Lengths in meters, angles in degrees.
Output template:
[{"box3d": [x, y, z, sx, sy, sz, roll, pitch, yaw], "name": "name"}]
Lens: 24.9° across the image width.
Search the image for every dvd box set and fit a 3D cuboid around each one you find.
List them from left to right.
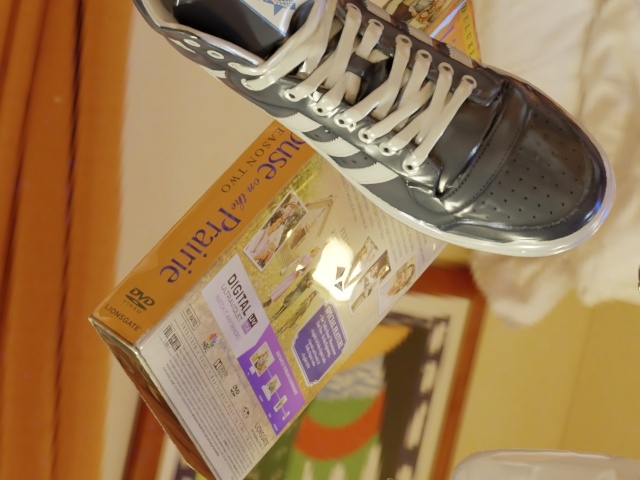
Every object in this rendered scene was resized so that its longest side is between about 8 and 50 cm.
[{"box3d": [0.000, 0.000, 1.289, 0.062, 0.420, 0.307, 33, 162, 27], "name": "dvd box set"}]

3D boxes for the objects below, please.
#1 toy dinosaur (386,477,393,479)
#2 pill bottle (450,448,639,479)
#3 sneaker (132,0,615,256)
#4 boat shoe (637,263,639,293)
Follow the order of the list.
[{"box3d": [0.051, 0.353, 1.586, 0.053, 0.183, 0.092, 38, 169, -18], "name": "toy dinosaur"}, {"box3d": [0.137, 0.280, 0.811, 0.169, 0.301, 0.169, 9, 163, 3], "name": "pill bottle"}, {"box3d": [0.018, -0.088, 0.732, 0.282, 0.099, 0.153, 32, 177, 15], "name": "sneaker"}, {"box3d": [0.379, 0.094, 1.365, 0.119, 0.121, 0.335, -33, -155, -7], "name": "boat shoe"}]
